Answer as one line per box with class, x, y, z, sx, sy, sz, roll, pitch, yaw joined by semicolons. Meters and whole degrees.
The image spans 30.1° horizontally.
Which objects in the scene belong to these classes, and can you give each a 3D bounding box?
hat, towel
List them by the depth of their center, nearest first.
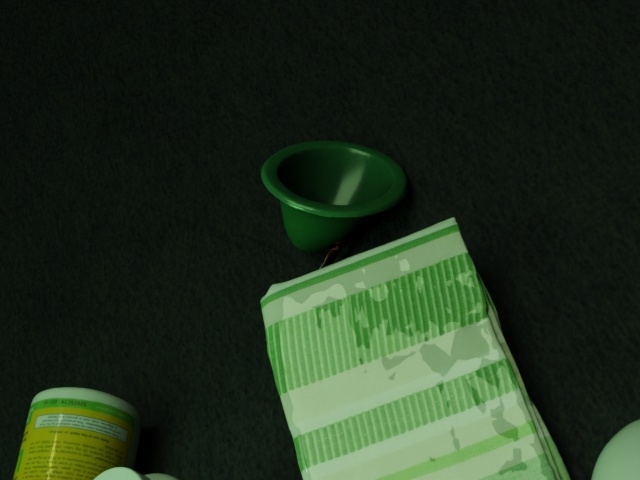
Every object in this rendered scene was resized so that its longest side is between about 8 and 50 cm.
towel;0.085;0.155;1.211;0.247;0.038;0.325;-20;64;2
hat;0.000;0.000;1.464;0.208;0.184;0.173;-21;42;-37

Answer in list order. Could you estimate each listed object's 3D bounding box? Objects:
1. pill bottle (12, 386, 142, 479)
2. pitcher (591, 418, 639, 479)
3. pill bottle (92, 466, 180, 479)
pill bottle;-0.294;0.307;1.381;0.136;0.136;0.246;-11;55;28
pitcher;0.313;0.261;1.006;0.125;0.177;0.207;-54;10;37
pill bottle;-0.155;0.312;1.234;0.117;0.208;0.118;-18;53;25
